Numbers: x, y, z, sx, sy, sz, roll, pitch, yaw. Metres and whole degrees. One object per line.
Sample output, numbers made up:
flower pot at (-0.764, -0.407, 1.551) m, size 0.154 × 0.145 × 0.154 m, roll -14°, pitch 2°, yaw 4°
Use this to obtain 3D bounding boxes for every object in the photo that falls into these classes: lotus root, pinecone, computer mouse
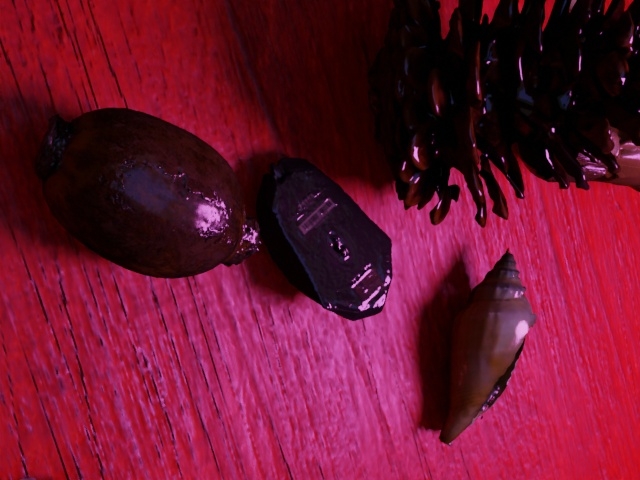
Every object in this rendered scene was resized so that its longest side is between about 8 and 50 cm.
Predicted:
lotus root at (-0.129, -0.032, 0.820) m, size 0.209 × 0.120 × 0.120 m, roll 28°, pitch 75°, yaw -33°
pinecone at (0.184, -0.136, 0.943) m, size 0.246 × 0.292 × 0.246 m, roll -8°, pitch 90°, yaw -76°
computer mouse at (0.000, 0.000, 0.952) m, size 0.099 × 0.057 × 0.172 m, roll -42°, pitch 103°, yaw -25°

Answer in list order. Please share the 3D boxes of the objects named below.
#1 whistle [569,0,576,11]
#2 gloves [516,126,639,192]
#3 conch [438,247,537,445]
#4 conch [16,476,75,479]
whistle at (0.183, -0.328, 1.048) m, size 0.141 × 0.141 × 0.294 m, roll -54°, pitch 138°, yaw -22°
gloves at (0.366, -0.119, 1.155) m, size 0.331 × 0.154 × 0.141 m, roll -7°, pitch 81°, yaw -30°
conch at (0.174, 0.109, 1.070) m, size 0.095 × 0.079 × 0.200 m, roll 2°, pitch 108°, yaw -49°
conch at (-0.214, 0.282, 0.749) m, size 0.178 × 0.163 × 0.245 m, roll 51°, pitch 33°, yaw -43°
